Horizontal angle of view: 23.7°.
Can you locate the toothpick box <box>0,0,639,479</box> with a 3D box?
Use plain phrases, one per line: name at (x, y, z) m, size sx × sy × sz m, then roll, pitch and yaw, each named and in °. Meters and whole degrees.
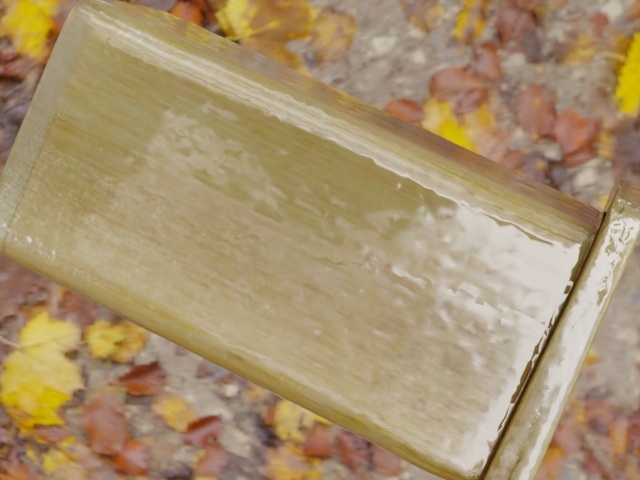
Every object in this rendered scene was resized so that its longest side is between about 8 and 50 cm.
toothpick box at (0.000, 0.000, 0.819) m, size 0.308 × 0.187 × 0.190 m, roll 25°, pitch 100°, yaw 8°
